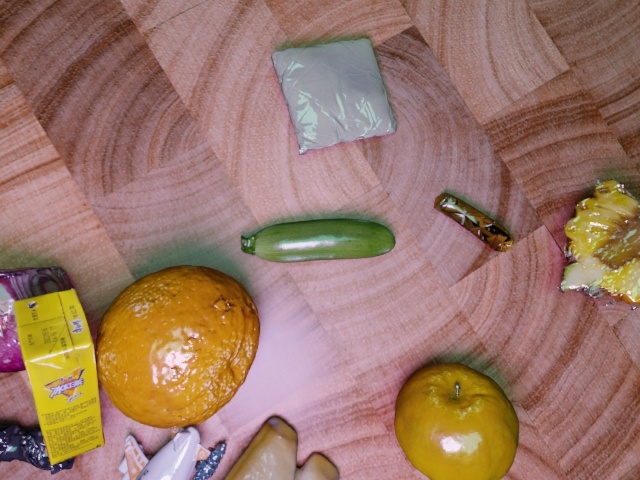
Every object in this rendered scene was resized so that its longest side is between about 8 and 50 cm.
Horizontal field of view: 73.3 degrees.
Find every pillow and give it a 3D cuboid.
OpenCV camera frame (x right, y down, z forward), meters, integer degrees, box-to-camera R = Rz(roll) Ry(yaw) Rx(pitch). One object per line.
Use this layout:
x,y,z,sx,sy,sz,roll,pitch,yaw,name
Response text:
0.037,-0.382,1.129,0.281,0.076,0.274,-16,89,-13,pillow

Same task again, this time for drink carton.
-0.511,0.280,0.858,0.111,0.351,0.154,-12,44,-35,drink carton

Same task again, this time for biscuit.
-0.112,0.589,0.982,0.237,0.062,0.290,42,61,2,biscuit

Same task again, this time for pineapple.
0.755,0.054,1.135,0.286,0.209,0.344,-39,63,18,pineapple

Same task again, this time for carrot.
0.405,-0.050,1.138,0.229,0.069,0.069,34,82,0,carrot

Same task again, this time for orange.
-0.299,0.212,0.912,0.293,0.340,0.340,20,82,23,orange
0.305,0.423,0.985,0.279,0.279,0.235,-11,119,-7,orange

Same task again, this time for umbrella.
-0.683,0.455,0.950,0.273,0.122,0.110,7,106,-13,umbrella

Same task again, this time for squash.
0.000,0.000,1.071,0.395,0.107,0.107,-2,85,-5,squash

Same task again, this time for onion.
-0.683,0.169,0.927,0.256,0.272,0.230,-2,99,23,onion

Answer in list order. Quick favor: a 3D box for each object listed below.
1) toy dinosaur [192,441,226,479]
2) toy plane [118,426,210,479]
-0.271,0.539,1.014,0.049,0.055,0.154,39,79,-5,toy dinosaur
-0.350,0.523,0.951,0.245,0.117,0.244,-4,70,12,toy plane
